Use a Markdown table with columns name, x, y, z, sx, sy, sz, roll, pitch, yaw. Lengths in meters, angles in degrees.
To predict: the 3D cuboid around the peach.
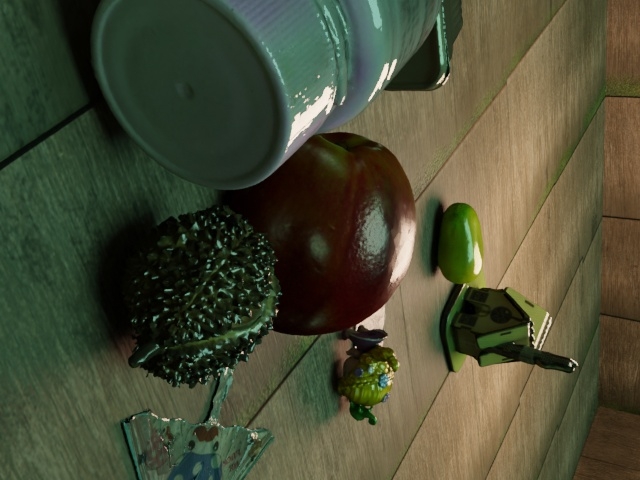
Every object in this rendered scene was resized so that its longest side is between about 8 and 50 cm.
| name | x | y | z | sx | sy | sz | roll | pitch | yaw |
| --- | --- | --- | --- | --- | --- | --- | --- | --- | --- |
| peach | 0.000 | 0.000 | 1.057 | 0.248 | 0.245 | 0.275 | -2 | 114 | -31 |

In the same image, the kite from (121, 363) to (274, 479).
| name | x | y | z | sx | sy | sz | roll | pitch | yaw |
| --- | --- | --- | --- | --- | --- | --- | --- | --- | --- |
| kite | -0.142 | 0.251 | 1.041 | 0.335 | 0.011 | 0.315 | 33 | 69 | -60 |

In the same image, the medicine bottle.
| name | x | y | z | sx | sy | sz | roll | pitch | yaw |
| --- | --- | --- | --- | --- | --- | --- | --- | --- | --- |
| medicine bottle | -0.042 | -0.221 | 0.828 | 0.325 | 0.256 | 0.256 | -53 | 141 | -42 |

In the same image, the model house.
| name | x | y | z | sx | sy | sz | roll | pitch | yaw |
| --- | --- | --- | --- | --- | --- | --- | --- | --- | --- |
| model house | 0.428 | 0.187 | 1.790 | 0.218 | 0.278 | 0.205 | -59 | 147 | -32 |

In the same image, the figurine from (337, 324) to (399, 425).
| name | x | y | z | sx | sy | sz | roll | pitch | yaw |
| --- | --- | --- | --- | --- | --- | --- | --- | --- | --- |
| figurine | 0.081 | 0.224 | 1.336 | 0.094 | 0.115 | 0.156 | 0 | 105 | -33 |

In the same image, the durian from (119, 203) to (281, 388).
| name | x | y | z | sx | sy | sz | roll | pitch | yaw |
| --- | --- | --- | --- | --- | --- | --- | --- | --- | --- |
| durian | -0.128 | 0.063 | 0.860 | 0.196 | 0.166 | 0.196 | -26 | 124 | -46 |

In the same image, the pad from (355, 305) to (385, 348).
| name | x | y | z | sx | sy | sz | roll | pitch | yaw |
| --- | --- | --- | --- | --- | --- | --- | --- | --- | --- |
| pad | 0.083 | 0.170 | 1.436 | 0.113 | 0.006 | 0.188 | -13 | 108 | -59 |

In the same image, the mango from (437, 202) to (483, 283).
| name | x | y | z | sx | sy | sz | roll | pitch | yaw |
| --- | --- | --- | --- | --- | --- | --- | --- | --- | --- |
| mango | 0.282 | 0.006 | 1.661 | 0.117 | 0.089 | 0.163 | -9 | 106 | -61 |

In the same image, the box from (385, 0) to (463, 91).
| name | x | y | z | sx | sy | sz | roll | pitch | yaw |
| --- | --- | --- | --- | --- | --- | --- | --- | --- | --- |
| box | 0.144 | -0.378 | 1.259 | 0.178 | 0.138 | 0.274 | -53 | 141 | -48 |
